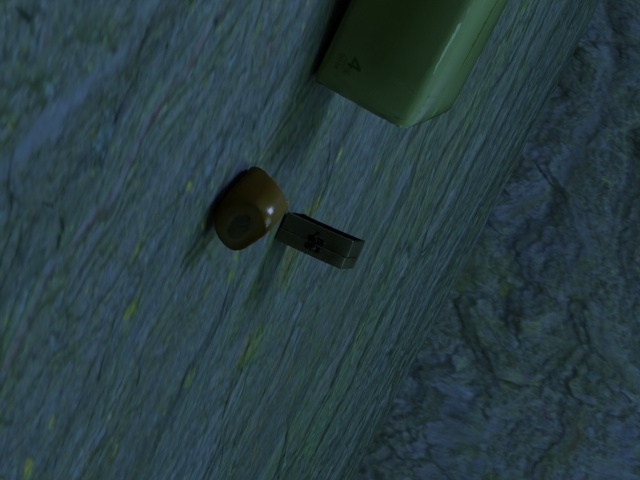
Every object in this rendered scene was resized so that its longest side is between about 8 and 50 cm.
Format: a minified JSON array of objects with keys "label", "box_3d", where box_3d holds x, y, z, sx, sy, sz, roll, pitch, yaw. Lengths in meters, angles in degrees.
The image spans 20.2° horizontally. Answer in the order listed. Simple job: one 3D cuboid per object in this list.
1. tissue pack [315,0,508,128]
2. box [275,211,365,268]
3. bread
[{"label":"tissue pack","box_3d":[0.111,-0.240,1.753,0.234,0.125,0.159,-63,168,18]},{"label":"box","box_3d":[0.000,0.000,1.908,0.035,0.079,0.083,-66,171,4]},{"label":"bread","box_3d":[-0.057,-0.037,1.621,0.062,0.049,0.103,-32,-166,36]}]
